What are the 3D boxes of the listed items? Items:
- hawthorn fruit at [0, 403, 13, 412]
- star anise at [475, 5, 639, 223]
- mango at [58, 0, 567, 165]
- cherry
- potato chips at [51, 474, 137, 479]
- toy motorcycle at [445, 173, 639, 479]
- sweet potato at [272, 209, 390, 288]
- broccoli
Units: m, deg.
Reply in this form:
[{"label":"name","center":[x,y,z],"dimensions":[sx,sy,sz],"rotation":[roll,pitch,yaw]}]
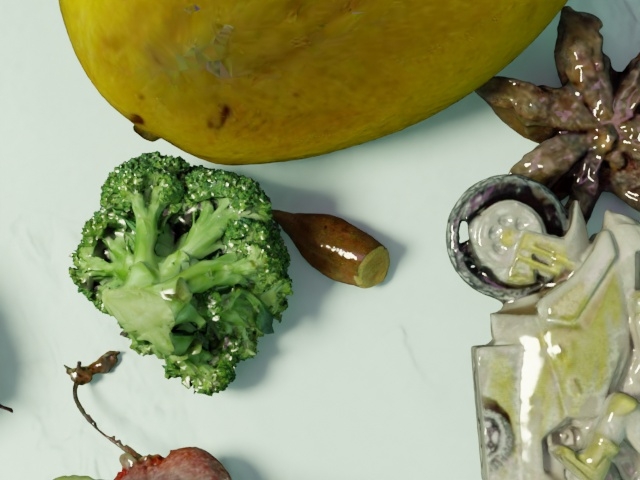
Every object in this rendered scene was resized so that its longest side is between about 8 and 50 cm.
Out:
[{"label":"hawthorn fruit","center":[-0.356,0.090,1.349],"dimensions":[0.235,0.181,0.181],"rotation":[21,82,3]},{"label":"star anise","center":[0.224,-0.096,1.334],"dimensions":[0.212,0.073,0.197],"rotation":[-13,79,4]},{"label":"mango","center":[0.013,-0.226,1.296],"dimensions":[0.445,0.220,0.301],"rotation":[-24,111,9]},{"label":"cherry","center":[-0.131,0.177,1.333],"dimensions":[0.107,0.090,0.225],"rotation":[-30,66,15]},{"label":"potato chips","center":[-0.095,0.368,1.233],"dimensions":[0.389,0.097,0.373],"rotation":[9,78,-3]},{"label":"toy motorcycle","center":[0.219,0.112,1.269],"dimensions":[0.222,0.108,0.341],"rotation":[-7,87,-1]},{"label":"sweet potato","center":[0.000,0.000,1.365],"dimensions":[0.117,0.049,0.049],"rotation":[27,84,18]},{"label":"broccoli","center":[-0.112,0.024,1.329],"dimensions":[0.195,0.195,0.156],"rotation":[15,39,12]}]
